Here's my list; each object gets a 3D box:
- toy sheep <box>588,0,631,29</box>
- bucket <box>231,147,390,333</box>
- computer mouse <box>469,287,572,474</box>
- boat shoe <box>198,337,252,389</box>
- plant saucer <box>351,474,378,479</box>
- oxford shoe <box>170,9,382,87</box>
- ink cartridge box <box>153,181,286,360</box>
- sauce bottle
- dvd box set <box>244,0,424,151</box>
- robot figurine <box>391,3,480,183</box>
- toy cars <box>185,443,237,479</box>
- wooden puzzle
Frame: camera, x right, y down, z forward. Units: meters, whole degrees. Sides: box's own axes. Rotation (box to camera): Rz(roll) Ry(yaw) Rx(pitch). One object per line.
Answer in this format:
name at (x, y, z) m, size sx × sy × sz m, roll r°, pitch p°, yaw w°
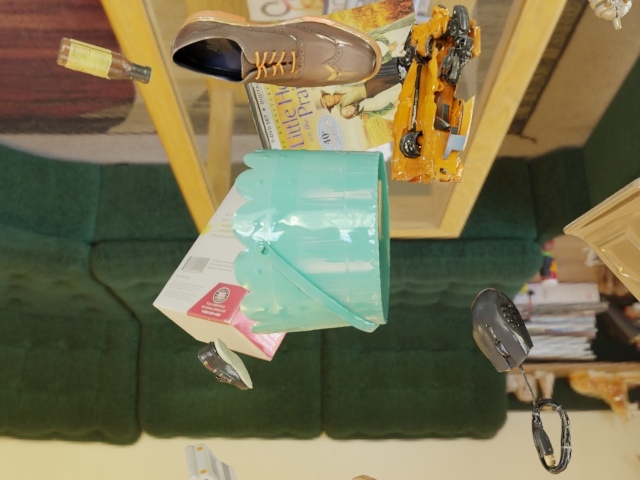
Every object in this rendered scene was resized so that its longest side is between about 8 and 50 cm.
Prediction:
toy sheep at (0.535, -0.453, 1.294) m, size 0.091 × 0.132 × 0.091 m, roll -3°, pitch 177°, yaw 0°
bucket at (0.000, 0.000, 0.982) m, size 0.183 × 0.281 × 0.281 m, roll -1°, pitch 158°, yaw 10°
computer mouse at (0.239, 0.164, 0.862) m, size 0.041 × 0.242 × 0.071 m, roll 14°, pitch 135°, yaw -40°
boat shoe at (-0.150, 0.203, 1.124) m, size 0.042 × 0.049 × 0.133 m, roll -30°, pitch 137°, yaw 3°
plant saucer at (0.101, 0.433, 1.015) m, size 0.037 × 0.200 × 0.200 m, roll -16°, pitch 163°, yaw -20°
oxford shoe at (-0.078, -0.308, 1.214) m, size 0.363 × 0.133 × 0.130 m, roll 5°, pitch 127°, yaw 8°
ink cartridge box at (-0.146, 0.044, 1.568) m, size 0.279 × 0.385 × 0.160 m, roll 5°, pitch 147°, yaw 46°
sauce bottle at (-0.306, -0.252, 1.004) m, size 0.128 × 0.042 × 0.042 m, roll 13°, pitch 154°, yaw -26°
dvd box set at (0.046, -0.340, 1.537) m, size 0.420 × 0.308 × 0.062 m, roll -20°, pitch -167°, yaw -21°
robot figurine at (0.190, -0.241, 1.170) m, size 0.085 × 0.291 × 0.211 m, roll 8°, pitch -178°, yaw -23°
toy cars at (-0.119, 0.504, 1.099) m, size 0.087 × 0.394 × 0.176 m, roll -17°, pitch 166°, yaw -9°
wooden puzzle at (0.544, 0.052, 1.007) m, size 0.080 × 0.348 × 0.322 m, roll -43°, pitch 171°, yaw -7°
